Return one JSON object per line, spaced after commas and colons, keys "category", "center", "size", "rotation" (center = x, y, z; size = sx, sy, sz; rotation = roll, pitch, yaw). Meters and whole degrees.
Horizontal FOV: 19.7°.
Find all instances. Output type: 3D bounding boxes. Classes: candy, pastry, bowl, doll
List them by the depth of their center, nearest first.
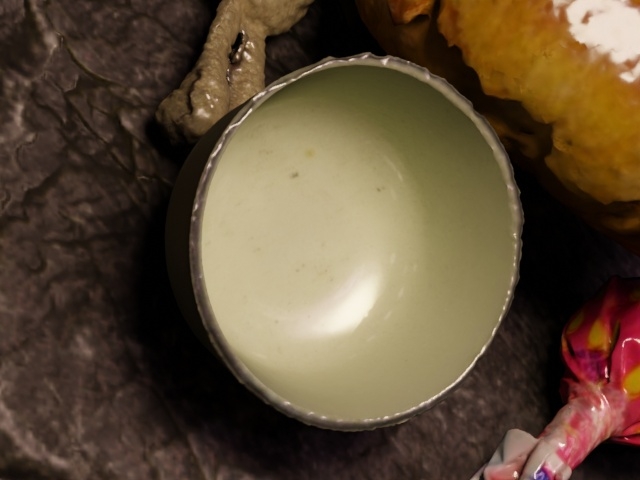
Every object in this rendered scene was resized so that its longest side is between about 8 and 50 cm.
{"category": "bowl", "center": [0.000, 0.000, 1.054], "size": [0.211, 0.112, 0.211], "rotation": [-1, 93, -29]}
{"category": "candy", "center": [0.141, 0.142, 1.134], "size": [0.365, 0.124, 0.124], "rotation": [-41, 97, -37]}
{"category": "doll", "center": [-0.026, -0.174, 1.170], "size": [0.203, 0.091, 0.286], "rotation": [10, 73, -44]}
{"category": "pastry", "center": [0.169, -0.113, 1.172], "size": [0.356, 0.164, 0.356], "rotation": [34, 9, -6]}
